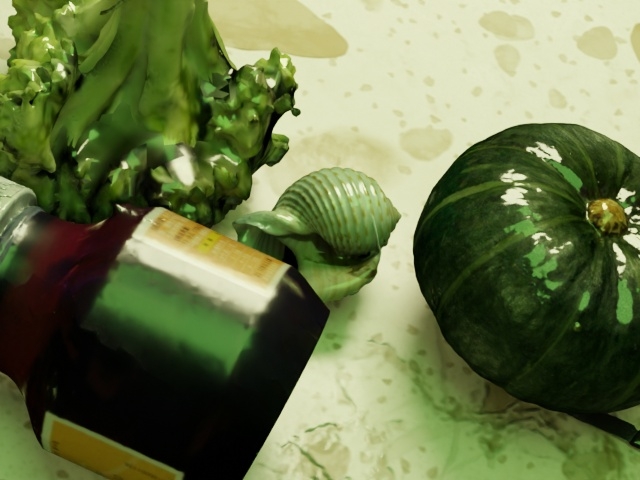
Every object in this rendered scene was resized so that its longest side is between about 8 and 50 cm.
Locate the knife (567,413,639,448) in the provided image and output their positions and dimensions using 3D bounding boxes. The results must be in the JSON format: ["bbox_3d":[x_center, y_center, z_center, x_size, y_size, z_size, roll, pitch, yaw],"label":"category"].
[{"bbox_3d":[0.289,0.182,1.878,0.170,0.010,0.023,24,53,5],"label":"knife"}]

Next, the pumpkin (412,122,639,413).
[{"bbox_3d":[0.233,0.032,1.856,0.300,0.207,0.300,17,43,-17],"label":"pumpkin"}]

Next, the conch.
[{"bbox_3d":[0.004,0.001,1.878,0.153,0.102,0.135,-20,69,11],"label":"conch"}]

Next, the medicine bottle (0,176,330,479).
[{"bbox_3d":[-0.208,0.059,1.688,0.395,0.242,0.242,29,53,2],"label":"medicine bottle"}]

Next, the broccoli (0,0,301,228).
[{"bbox_3d":[-0.160,-0.171,1.844,0.293,0.281,0.348,10,57,-7],"label":"broccoli"}]
